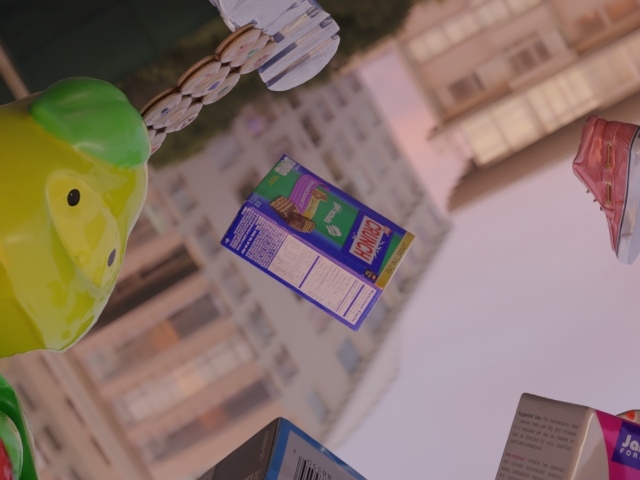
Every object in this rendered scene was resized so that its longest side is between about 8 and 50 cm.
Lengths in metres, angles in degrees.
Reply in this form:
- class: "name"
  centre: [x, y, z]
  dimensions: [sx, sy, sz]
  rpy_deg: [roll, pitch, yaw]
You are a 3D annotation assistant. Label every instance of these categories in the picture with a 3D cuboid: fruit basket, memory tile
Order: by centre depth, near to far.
- class: "fruit basket"
  centre: [-0.255, 0.056, 1.164]
  dimensions: [0.392, 0.392, 0.283]
  rpy_deg: [-29, -142, 7]
- class: "memory tile"
  centre: [-0.096, -0.106, 1.344]
  dimensions: [0.148, 0.012, 0.113]
  rpy_deg: [-39, 174, 5]

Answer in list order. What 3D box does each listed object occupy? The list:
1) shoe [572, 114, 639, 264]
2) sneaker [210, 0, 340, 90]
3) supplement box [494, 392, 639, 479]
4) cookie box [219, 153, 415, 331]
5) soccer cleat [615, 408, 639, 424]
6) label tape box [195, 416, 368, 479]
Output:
- class: "shoe"
  centre: [0.329, -0.059, 2.050]
  dimensions: [0.081, 0.178, 0.063]
  rpy_deg: [18, -141, 26]
- class: "sneaker"
  centre: [-0.091, -0.301, 1.911]
  dimensions: [0.127, 0.182, 0.315]
  rpy_deg: [-36, 154, -9]
- class: "supplement box"
  centre: [0.185, 0.235, 1.338]
  dimensions: [0.114, 0.111, 0.220]
  rpy_deg: [0, -108, 70]
- class: "cookie box"
  centre: [0.000, 0.000, 1.198]
  dimensions: [0.040, 0.107, 0.092]
  rpy_deg: [-58, 179, 28]
- class: "soccer cleat"
  centre: [0.414, 0.228, 2.185]
  dimensions: [0.196, 0.068, 0.076]
  rpy_deg: [-19, 156, -14]
- class: "label tape box"
  centre: [-0.061, 0.348, 1.718]
  dimensions: [0.347, 0.249, 0.115]
  rpy_deg: [-41, -158, 31]
